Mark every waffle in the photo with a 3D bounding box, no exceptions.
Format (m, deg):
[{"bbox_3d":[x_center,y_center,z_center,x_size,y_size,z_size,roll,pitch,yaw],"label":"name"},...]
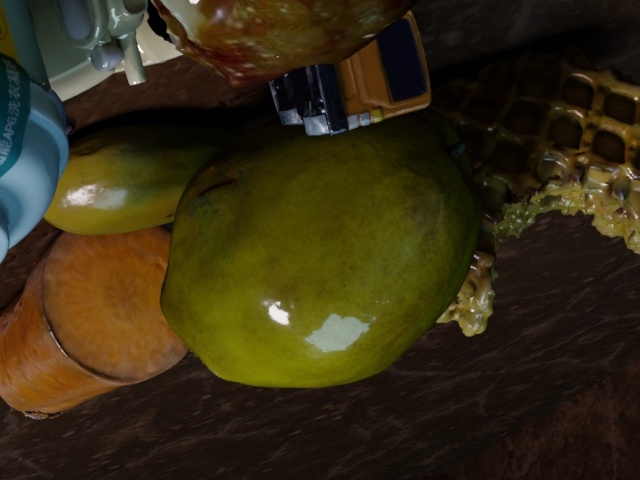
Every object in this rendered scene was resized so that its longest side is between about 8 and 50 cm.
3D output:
[{"bbox_3d":[0.213,-0.055,1.981,0.324,0.261,0.151,-19,164,-13],"label":"waffle"}]

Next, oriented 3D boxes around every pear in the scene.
[{"bbox_3d":[0.000,0.000,1.798,0.321,0.269,0.269,-35,159,8],"label":"pear"}]

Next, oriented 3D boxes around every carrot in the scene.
[{"bbox_3d":[-0.267,0.086,2.126,0.196,0.196,0.254,-6,169,-34],"label":"carrot"}]

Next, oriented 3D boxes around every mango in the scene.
[{"bbox_3d":[-0.167,-0.059,1.884,0.237,0.091,0.137,-3,161,-40],"label":"mango"}]

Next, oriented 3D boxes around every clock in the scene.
[{"bbox_3d":[-0.125,-0.180,1.445,0.379,0.120,0.276,-20,-175,-23],"label":"clock"}]

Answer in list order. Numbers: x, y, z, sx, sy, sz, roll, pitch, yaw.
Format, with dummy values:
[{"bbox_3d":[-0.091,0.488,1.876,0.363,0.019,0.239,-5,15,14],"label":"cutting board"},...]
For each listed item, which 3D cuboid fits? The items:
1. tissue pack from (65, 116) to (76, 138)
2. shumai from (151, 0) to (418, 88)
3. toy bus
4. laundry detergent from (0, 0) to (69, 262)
[{"bbox_3d":[-0.332,-0.045,1.643,0.235,0.073,0.173,-51,158,5],"label":"tissue pack"},{"bbox_3d":[-0.056,-0.256,1.062,0.397,0.323,0.324,-27,162,21],"label":"shumai"},{"bbox_3d":[0.018,-0.154,1.664,0.114,0.098,0.201,-16,-169,-12],"label":"toy bus"},{"bbox_3d":[-0.320,-0.114,1.232,0.287,0.305,0.287,-17,161,-6],"label":"laundry detergent"}]
